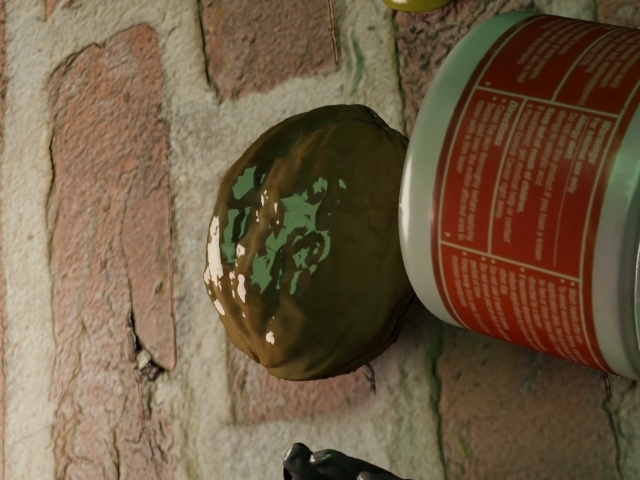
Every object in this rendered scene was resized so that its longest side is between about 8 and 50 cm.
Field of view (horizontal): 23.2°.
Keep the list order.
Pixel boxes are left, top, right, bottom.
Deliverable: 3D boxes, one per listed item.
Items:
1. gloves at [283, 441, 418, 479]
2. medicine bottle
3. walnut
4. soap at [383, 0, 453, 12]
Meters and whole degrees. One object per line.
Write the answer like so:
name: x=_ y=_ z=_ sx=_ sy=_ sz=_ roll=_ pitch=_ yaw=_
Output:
gloves: x=0.075 y=0.258 z=1.211 sx=0.285 sy=0.119 sz=0.142 roll=38 pitch=81 yaw=22
medicine bottle: x=0.218 y=-0.031 z=1.155 sx=0.241 sy=0.252 sz=0.252 roll=17 pitch=80 yaw=34
walnut: x=0.000 y=0.000 z=1.314 sx=0.198 sy=0.198 sz=0.245 roll=13 pitch=80 yaw=34
soap: x=0.102 y=-0.275 z=1.449 sx=0.089 sy=0.045 sz=0.140 roll=0 pitch=72 yaw=34
